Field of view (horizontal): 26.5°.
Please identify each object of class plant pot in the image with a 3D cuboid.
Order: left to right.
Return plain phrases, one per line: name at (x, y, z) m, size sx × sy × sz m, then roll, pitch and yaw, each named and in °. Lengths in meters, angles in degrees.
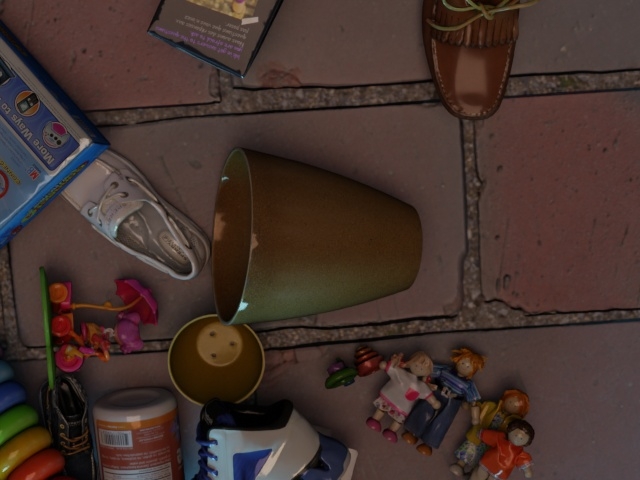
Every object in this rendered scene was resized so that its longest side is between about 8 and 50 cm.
plant pot at (-0.143, 0.157, 1.912) m, size 0.134 × 0.095 × 0.134 m, roll 0°, pitch 101°, yaw 0°
plant pot at (0.000, 0.000, 1.836) m, size 0.254 × 0.237 × 0.237 m, roll 3°, pitch 101°, yaw -16°

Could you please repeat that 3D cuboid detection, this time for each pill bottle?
pill bottle at (-0.254, 0.327, 1.930) m, size 0.121 × 0.121 × 0.216 m, roll -4°, pitch 102°, yaw 0°

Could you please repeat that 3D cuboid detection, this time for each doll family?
doll family at (0.202, 0.244, 1.942) m, size 0.263 × 0.118 × 0.163 m, roll 34°, pitch 105°, yaw 11°

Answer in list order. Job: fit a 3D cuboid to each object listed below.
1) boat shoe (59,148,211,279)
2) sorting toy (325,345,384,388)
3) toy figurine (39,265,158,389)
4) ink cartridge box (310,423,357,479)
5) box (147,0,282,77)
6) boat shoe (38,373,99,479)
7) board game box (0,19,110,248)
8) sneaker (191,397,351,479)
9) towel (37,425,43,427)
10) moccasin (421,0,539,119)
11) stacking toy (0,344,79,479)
boat shoe at (-0.270, -0.044, 1.869) m, size 0.277 × 0.096 × 0.098 m, roll 35°, pitch 102°, yaw -6°
sorting toy at (0.041, 0.178, 1.939) m, size 0.102 × 0.061 × 0.042 m, roll -15°, pitch 69°, yaw -32°
toy figurine at (-0.303, 0.115, 1.886) m, size 0.159 × 0.130 × 0.173 m, roll -4°, pitch 69°, yaw -11°
ink cartridge box at (-0.054, 0.319, 1.960) m, size 0.198 × 0.067 × 0.115 m, roll 15°, pitch 100°, yaw -3°
box at (-0.103, -0.365, 1.776) m, size 0.143 × 0.165 × 0.270 m, roll 26°, pitch 100°, yaw -6°
boat shoe at (-0.350, 0.278, 1.908) m, size 0.065 × 0.083 × 0.183 m, roll -15°, pitch 82°, yaw -27°
board game box at (-0.496, -0.139, 1.820) m, size 0.302 × 0.086 × 0.308 m, roll -42°, pitch 86°, yaw 7°
sneaker at (-0.135, 0.317, 1.853) m, size 0.315 × 0.127 × 0.182 m, roll -37°, pitch 108°, yaw -1°
towel at (-0.481, 0.393, 1.976) m, size 0.187 × 0.049 × 0.282 m, roll 7°, pitch 101°, yaw -2°
moccasin at (0.216, -0.348, 1.794) m, size 0.139 × 0.147 × 0.380 m, roll 9°, pitch 101°, yaw -3°
stacking toy at (-0.423, 0.268, 1.861) m, size 0.141 × 0.141 × 0.330 m, roll -42°, pitch 81°, yaw 7°
